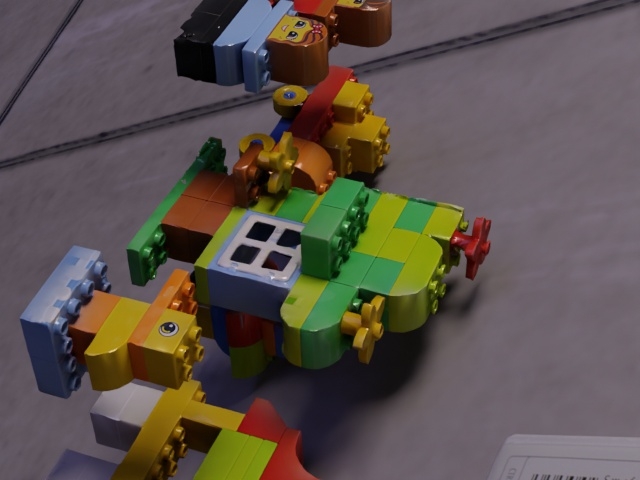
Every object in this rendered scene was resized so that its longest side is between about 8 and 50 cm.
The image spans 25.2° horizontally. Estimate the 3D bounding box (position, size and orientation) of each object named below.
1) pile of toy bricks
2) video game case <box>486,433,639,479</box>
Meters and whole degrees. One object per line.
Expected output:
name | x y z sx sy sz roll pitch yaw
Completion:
pile of toy bricks | 0.000 0.000 0.455 0.105 0.118 0.212 13 45 17
video game case | 0.089 0.123 0.261 0.212 0.023 0.193 -5 47 44
